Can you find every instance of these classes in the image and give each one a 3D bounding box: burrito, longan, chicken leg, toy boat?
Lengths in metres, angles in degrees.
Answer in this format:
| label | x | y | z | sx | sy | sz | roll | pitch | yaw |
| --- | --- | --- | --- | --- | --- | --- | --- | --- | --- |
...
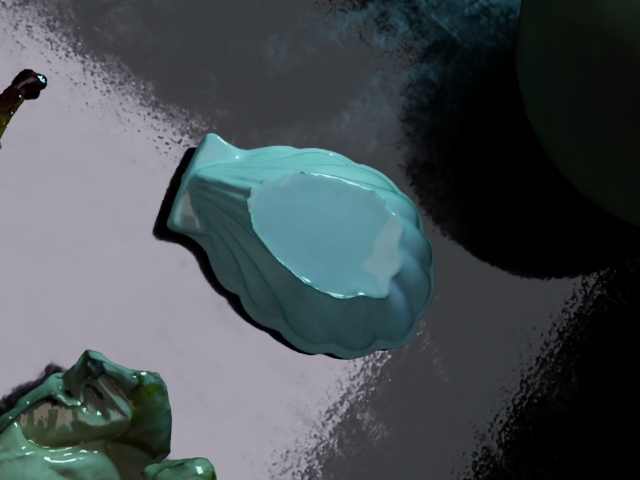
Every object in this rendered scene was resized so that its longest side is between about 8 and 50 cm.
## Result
| label | x | y | z | sx | sy | sz | roll | pitch | yaw |
| --- | --- | --- | --- | --- | --- | --- | --- | --- | --- |
| burrito | -0.265 | 0.244 | 1.414 | 0.332 | 0.135 | 0.190 | -41 | 105 | -22 |
| longan | 0.388 | -0.183 | 1.596 | 0.404 | 0.336 | 0.404 | 5 | 45 | -5 |
| chicken leg | -0.349 | -0.098 | 1.476 | 0.219 | 0.048 | 0.089 | -16 | 91 | -20 |
| toy boat | 0.000 | 0.000 | 1.557 | 0.290 | 0.100 | 0.199 | 25 | 75 | -16 |
